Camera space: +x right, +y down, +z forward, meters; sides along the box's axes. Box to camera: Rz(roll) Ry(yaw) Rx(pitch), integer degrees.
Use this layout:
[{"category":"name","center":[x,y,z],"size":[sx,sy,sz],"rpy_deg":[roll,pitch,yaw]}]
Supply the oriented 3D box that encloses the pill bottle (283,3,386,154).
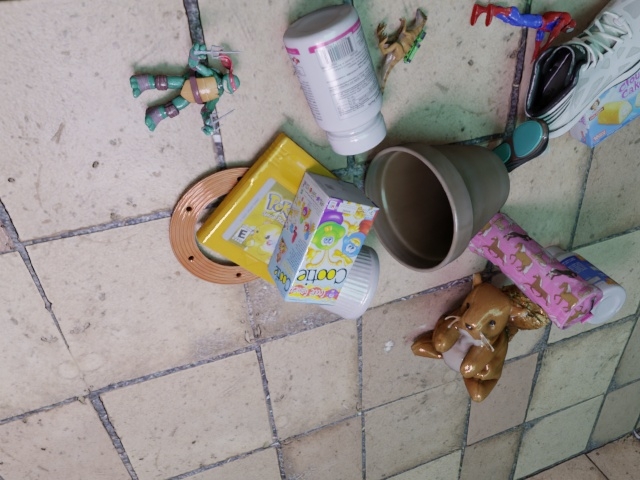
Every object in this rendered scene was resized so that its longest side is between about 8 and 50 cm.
[{"category":"pill bottle","center":[0.042,-0.337,1.106],"size":[0.160,0.160,0.283],"rpy_deg":[-28,128,-4]}]

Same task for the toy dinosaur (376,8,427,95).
[{"category":"toy dinosaur","center":[0.169,-0.428,1.162],"size":[0.112,0.064,0.211],"rpy_deg":[22,111,-34]}]

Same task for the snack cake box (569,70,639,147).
[{"category":"snack cake box","center":[0.829,-0.405,1.440],"size":[0.264,0.089,0.152],"rpy_deg":[-34,129,1]}]

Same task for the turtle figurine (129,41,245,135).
[{"category":"turtle figurine","center":[-0.249,-0.301,1.036],"size":[0.234,0.118,0.175],"rpy_deg":[-12,112,3]}]

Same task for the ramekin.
[{"category":"ramekin","center":[0.059,0.100,1.380],"size":[0.109,0.207,0.207],"rpy_deg":[19,113,-22]}]

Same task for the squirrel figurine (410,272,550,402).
[{"category":"squirrel figurine","center":[0.525,0.246,1.613],"size":[0.397,0.281,0.370],"rpy_deg":[-29,142,-25]}]

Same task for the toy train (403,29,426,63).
[{"category":"toy train","center":[0.220,-0.450,1.194],"size":[0.017,0.023,0.083],"rpy_deg":[15,114,-30]}]

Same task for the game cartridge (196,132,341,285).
[{"category":"game cartridge","center":[-0.094,-0.059,1.262],"size":[0.285,0.052,0.323],"rpy_deg":[34,104,-37]}]

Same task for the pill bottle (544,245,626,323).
[{"category":"pill bottle","center":[0.836,0.134,1.681],"size":[0.152,0.272,0.152],"rpy_deg":[-11,125,-16]}]

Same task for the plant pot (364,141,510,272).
[{"category":"plant pot","center":[0.317,-0.118,1.304],"size":[0.280,0.323,0.323],"rpy_deg":[-24,129,-28]}]

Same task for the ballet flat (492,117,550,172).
[{"category":"ballet flat","center":[0.529,-0.243,1.339],"size":[0.096,0.280,0.095],"rpy_deg":[-2,80,-13]}]

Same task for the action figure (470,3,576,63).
[{"category":"action figure","center":[0.497,-0.493,1.243],"size":[0.280,0.091,0.139],"rpy_deg":[-6,117,-18]}]

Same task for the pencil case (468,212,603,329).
[{"category":"pencil case","center":[0.608,0.083,1.477],"size":[0.167,0.386,0.160],"rpy_deg":[-10,133,-34]}]

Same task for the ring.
[{"category":"ring","center":[-0.206,-0.032,1.285],"size":[0.337,0.032,0.336],"rpy_deg":[-11,125,-17]}]

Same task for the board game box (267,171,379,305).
[{"category":"board game box","center":[0.000,0.000,1.226],"size":[0.142,0.144,0.275],"rpy_deg":[10,115,-31]}]

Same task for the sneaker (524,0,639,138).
[{"category":"sneaker","center":[0.667,-0.452,1.229],"size":[0.447,0.169,0.257],"rpy_deg":[-53,158,17]}]
